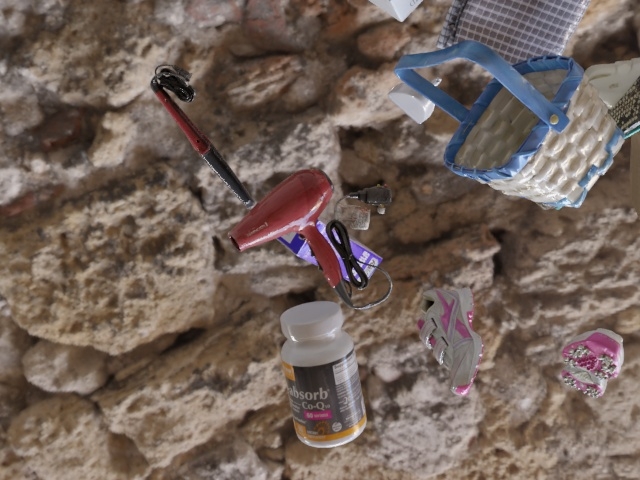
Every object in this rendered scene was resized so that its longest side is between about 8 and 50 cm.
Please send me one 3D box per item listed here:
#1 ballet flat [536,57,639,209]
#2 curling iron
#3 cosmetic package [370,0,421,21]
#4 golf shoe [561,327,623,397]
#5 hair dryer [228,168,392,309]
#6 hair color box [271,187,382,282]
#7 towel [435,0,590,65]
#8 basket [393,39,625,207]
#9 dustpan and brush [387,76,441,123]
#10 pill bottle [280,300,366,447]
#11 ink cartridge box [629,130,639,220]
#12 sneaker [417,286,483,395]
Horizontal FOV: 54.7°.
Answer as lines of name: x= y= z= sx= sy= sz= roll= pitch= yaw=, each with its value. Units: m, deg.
ballet flat: x=0.577 y=-0.252 z=1.306 sx=0.164 sy=0.182 sz=0.483 roll=-52 pitch=179 yaw=-42
curling iron: x=-0.186 y=-0.162 z=1.011 sx=0.068 sy=0.274 sz=0.035 roll=-14 pitch=-152 yaw=30
cosmetic package: x=0.135 y=-0.569 z=1.214 sx=0.151 sy=0.183 sz=0.151 roll=-45 pitch=-127 yaw=6
golf shoe: x=0.595 y=0.234 z=1.331 sx=0.115 sy=0.306 sz=0.140 roll=29 pitch=-107 yaw=24
hair dryer: x=-0.006 y=-0.007 z=1.019 sx=0.293 sy=0.224 sz=0.080 roll=7 pitch=169 yaw=-17
hair color box: x=0.000 y=0.000 z=1.618 sx=0.185 sy=0.338 sz=0.110 roll=37 pitch=-84 yaw=37
towel: x=0.436 y=-0.499 z=1.401 sx=0.283 sy=0.235 sz=0.121 roll=14 pitch=-149 yaw=-13
basket: x=0.258 y=-0.182 z=0.892 sx=0.201 sy=0.288 sz=0.255 roll=-61 pitch=-160 yaw=4
dustpan and brush: x=0.306 y=-0.444 z=1.885 sx=0.060 sy=0.147 sz=0.211 roll=-53 pitch=-170 yaw=-11
pill bottle: x=0.002 y=0.283 z=1.328 sx=0.162 sy=0.279 sz=0.162 roll=-10 pitch=-167 yaw=2
ink cartridge box: x=0.907 y=-0.184 z=1.685 sx=0.088 sy=0.235 sz=0.193 roll=-4 pitch=-152 yaw=19
sneaker: x=0.244 y=0.192 z=1.202 sx=0.111 sy=0.103 sz=0.252 roll=6 pitch=-142 yaw=-2
